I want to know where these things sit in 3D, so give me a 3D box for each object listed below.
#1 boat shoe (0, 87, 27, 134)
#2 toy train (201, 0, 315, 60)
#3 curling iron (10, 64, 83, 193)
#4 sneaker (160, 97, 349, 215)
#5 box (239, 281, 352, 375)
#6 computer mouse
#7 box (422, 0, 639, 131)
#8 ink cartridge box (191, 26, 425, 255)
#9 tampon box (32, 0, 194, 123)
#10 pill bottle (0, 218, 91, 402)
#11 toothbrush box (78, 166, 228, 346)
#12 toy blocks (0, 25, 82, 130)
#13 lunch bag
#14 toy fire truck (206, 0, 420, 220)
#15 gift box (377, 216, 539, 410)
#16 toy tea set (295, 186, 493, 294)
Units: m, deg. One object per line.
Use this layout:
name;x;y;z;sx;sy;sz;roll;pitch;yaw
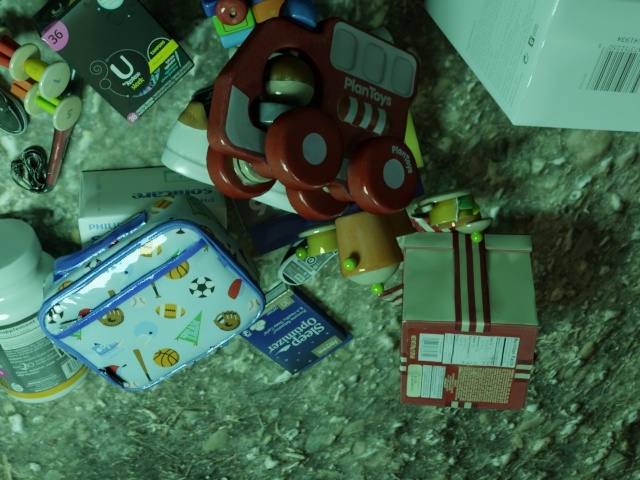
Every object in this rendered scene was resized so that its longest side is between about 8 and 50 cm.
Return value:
boat shoe;-0.455;-0.194;1.127;0.049;0.040;0.142;-27;130;6
toy train;-0.028;-0.320;1.112;0.248;0.105;0.143;-18;141;-1
curling iron;-0.376;-0.175;1.169;0.068;0.035;0.274;16;122;-26
sneaker;-0.069;-0.117;1.164;0.290;0.106;0.123;17;101;-29
box;-0.046;0.175;1.552;0.136;0.036;0.225;-36;130;14
computer mouse;0.000;0.000;1.418;0.193;0.042;0.106;-40;133;10
box;0.298;-0.299;1.051;0.215;0.345;0.168;0;128;-16
ink cartridge box;-0.002;-0.132;1.267;0.303;0.072;0.307;-20;121;0
tampon box;-0.268;-0.259;1.070;0.120;0.101;0.161;-43;128;2
pill bottle;-0.469;0.112;1.297;0.162;0.162;0.278;-13;130;-5
toothbrush box;-0.260;0.037;1.316;0.216;0.126;0.296;-5;130;-11
toy blocks;-0.397;-0.222;1.090;0.054;0.148;0.123;-53;165;-25
lunch bag;-0.252;0.082;1.202;0.303;0.115;0.243;-32;126;11
toy fire truck;-0.002;-0.169;1.059;0.302;0.254;0.169;15;168;-37
gift box;0.234;0.119;1.447;0.276;0.258;0.255;6;131;4
toy tea set;0.139;0.001;1.288;0.336;0.200;0.124;-14;90;-19
